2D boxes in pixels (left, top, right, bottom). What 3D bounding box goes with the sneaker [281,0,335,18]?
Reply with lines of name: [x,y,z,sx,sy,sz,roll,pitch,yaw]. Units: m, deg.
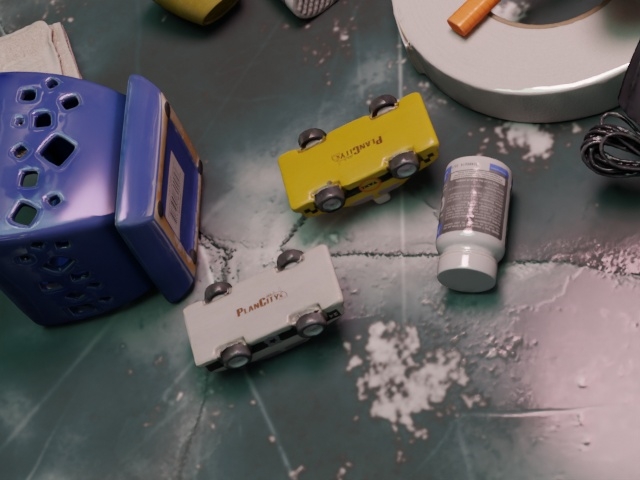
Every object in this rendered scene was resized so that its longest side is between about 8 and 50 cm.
sneaker: [0.031,-0.428,1.843,0.282,0.102,0.161,-37,55,-2]

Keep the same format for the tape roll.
tape roll: [0.276,-0.320,1.716,0.391,0.072,0.392,-8,62,16]

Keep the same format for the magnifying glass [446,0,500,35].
magnifying glass: [0.237,-0.326,1.676,0.231,0.026,0.092,-46,59,-7]

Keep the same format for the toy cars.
toy cars: [0.000,0.000,1.640,0.176,0.087,0.394,24,77,33]

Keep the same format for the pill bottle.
pill bottle: [0.169,-0.017,1.589,0.078,0.078,0.137,1,63,19]

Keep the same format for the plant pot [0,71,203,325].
plant pot: [-0.262,-0.051,1.674,0.212,0.236,0.236,-4,62,10]

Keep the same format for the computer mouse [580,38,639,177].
computer mouse: [0.402,-0.186,1.544,0.188,0.072,0.272,16,80,3]

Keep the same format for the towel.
towel: [-0.444,-0.171,1.902,0.282,0.049,0.187,-28,57,4]

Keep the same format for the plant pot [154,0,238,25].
plant pot: [-0.156,-0.335,1.853,0.134,0.134,0.095,-40,86,-4]
